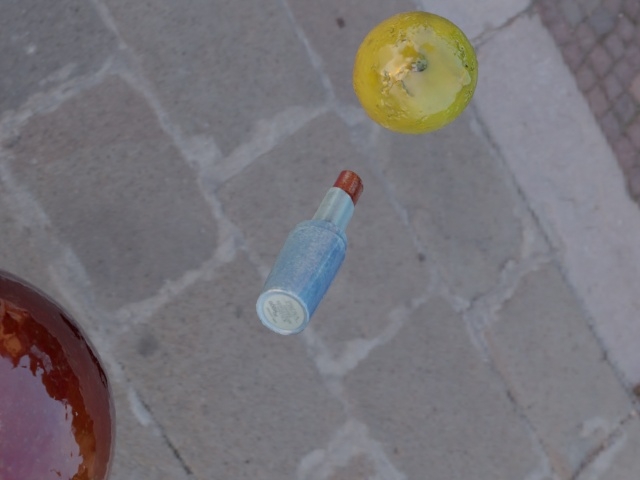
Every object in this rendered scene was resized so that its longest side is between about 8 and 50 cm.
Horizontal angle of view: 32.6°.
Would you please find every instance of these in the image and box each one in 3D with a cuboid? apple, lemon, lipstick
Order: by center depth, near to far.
[{"bbox_3d":[-0.245,0.129,0.720,0.218,0.218,0.201,34,33,-26],"label":"apple"},{"bbox_3d":[0.000,0.000,1.223,0.274,0.068,0.061,-62,155,-53],"label":"lipstick"},{"bbox_3d":[0.128,-0.231,1.514,0.174,0.206,0.173,-4,106,-15],"label":"lemon"}]
